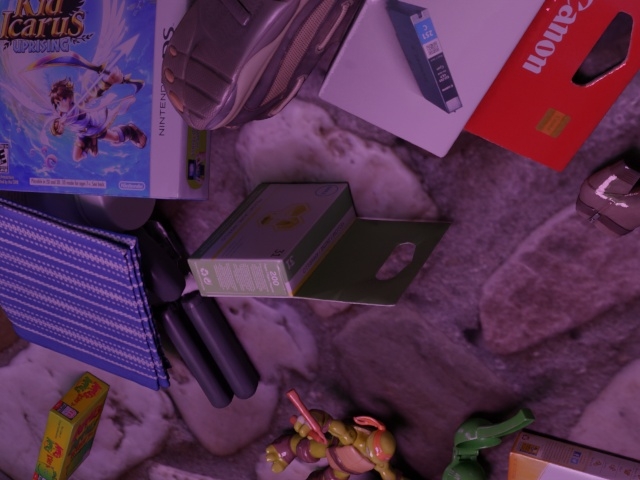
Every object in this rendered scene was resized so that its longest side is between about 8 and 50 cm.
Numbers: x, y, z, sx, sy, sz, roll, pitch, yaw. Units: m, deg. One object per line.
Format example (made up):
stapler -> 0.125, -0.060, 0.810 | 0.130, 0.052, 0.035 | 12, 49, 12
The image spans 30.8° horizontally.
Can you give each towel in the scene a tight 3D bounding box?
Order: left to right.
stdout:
towel -> -0.309, 0.062, 1.440 | 0.243, 0.040, 0.336 | 18, 147, 14

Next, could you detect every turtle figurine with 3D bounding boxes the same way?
turtle figurine -> 0.024, 0.265, 1.478 | 0.269, 0.087, 0.217 | 36, 145, -21

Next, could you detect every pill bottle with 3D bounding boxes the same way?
pill bottle -> -0.321, -0.057, 1.428 | 0.229, 0.131, 0.131 | -3, 120, 32

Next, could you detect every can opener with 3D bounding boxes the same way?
can opener -> -0.176, 0.102, 1.472 | 0.076, 0.095, 0.283 | -23, 110, 18

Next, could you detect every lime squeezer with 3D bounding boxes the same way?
lime squeezer -> 0.192, 0.285, 1.390 | 0.110, 0.059, 0.310 | 52, 138, 43

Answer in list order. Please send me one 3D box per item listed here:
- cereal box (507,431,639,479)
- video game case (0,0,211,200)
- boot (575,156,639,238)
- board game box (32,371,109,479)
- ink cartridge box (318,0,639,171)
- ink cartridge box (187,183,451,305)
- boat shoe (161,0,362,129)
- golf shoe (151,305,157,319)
cereal box -> 0.339, 0.329, 1.368 | 0.240, 0.047, 0.173 | 13, 127, 23
video game case -> -0.243, -0.171, 1.273 | 0.270, 0.061, 0.244 | 4, 92, 28
boot -> 0.312, -0.030, 1.140 | 0.118, 0.042, 0.087 | 36, 139, 5
board game box -> -0.372, 0.288, 1.729 | 0.043, 0.092, 0.181 | 32, 132, 8
ink cartridge box -> 0.174, -0.195, 1.039 | 0.261, 0.066, 0.296 | 24, 132, -6
ink cartridge box -> 0.000, 0.000, 1.252 | 0.235, 0.171, 0.056 | 0, 121, 30
boat shoe -> -0.019, -0.253, 1.118 | 0.355, 0.130, 0.132 | -48, 62, 29
golf shoe -> -0.294, 0.084, 1.565 | 0.198, 0.077, 0.094 | 12, 149, 22
